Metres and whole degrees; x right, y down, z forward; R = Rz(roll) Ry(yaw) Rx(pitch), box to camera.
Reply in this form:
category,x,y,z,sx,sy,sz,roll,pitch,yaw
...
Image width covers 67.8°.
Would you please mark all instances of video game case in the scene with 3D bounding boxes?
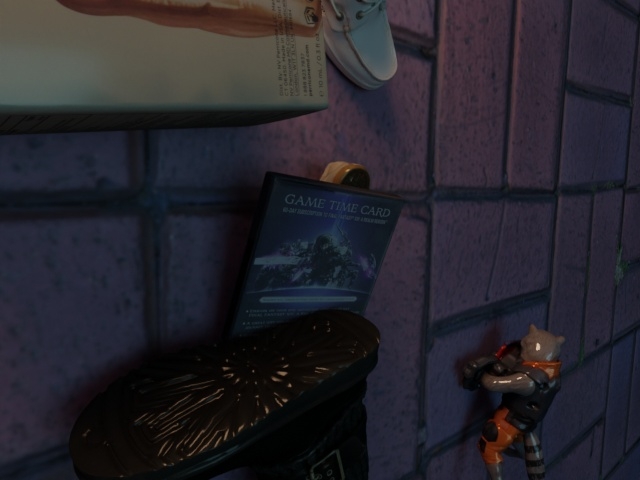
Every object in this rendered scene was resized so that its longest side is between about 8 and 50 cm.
category,x,y,z,sx,sy,sz,roll,pitch,yaw
video game case,-0.015,0.063,0.582,0.196,0.026,0.274,5,109,-37

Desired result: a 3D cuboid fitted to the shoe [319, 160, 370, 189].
category,x,y,z,sx,sy,sz,roll,pitch,yaw
shoe,0.000,0.000,0.624,0.076,0.058,0.219,12,103,-46

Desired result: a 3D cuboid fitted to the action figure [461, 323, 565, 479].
category,x,y,z,sx,sy,sz,roll,pitch,yaw
action figure,0.436,0.332,0.986,0.341,0.178,0.330,-4,108,-39

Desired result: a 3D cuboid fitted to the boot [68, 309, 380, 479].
category,x,y,z,sx,sy,sz,roll,pitch,yaw
boot,-0.072,0.245,0.533,0.348,0.131,0.260,-11,119,-31

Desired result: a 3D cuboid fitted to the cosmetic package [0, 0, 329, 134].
category,x,y,z,sx,sy,sz,roll,pitch,yaw
cosmetic package,-0.152,-0.165,0.409,0.296,0.153,0.129,-15,104,-41

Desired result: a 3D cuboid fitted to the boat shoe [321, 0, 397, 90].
category,x,y,z,sx,sy,sz,roll,pitch,yaw
boat shoe,0.038,-0.314,0.590,0.098,0.096,0.277,-52,126,-24
